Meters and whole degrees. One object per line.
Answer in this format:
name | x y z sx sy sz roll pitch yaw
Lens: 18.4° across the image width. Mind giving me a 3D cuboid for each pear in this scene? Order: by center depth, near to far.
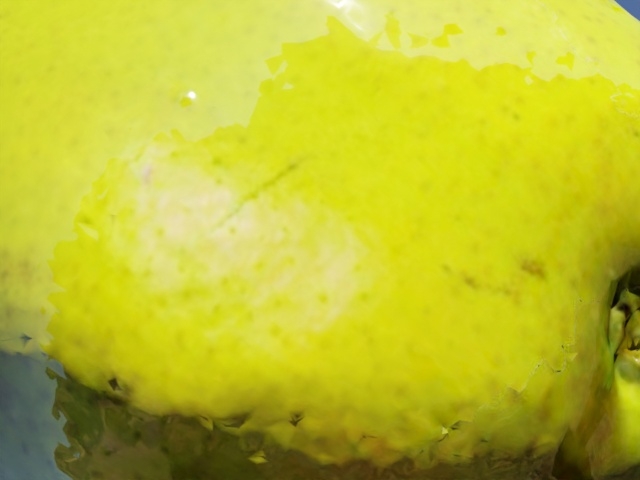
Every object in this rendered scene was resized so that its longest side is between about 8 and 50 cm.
pear | 0.000 0.000 0.458 0.187 0.219 0.187 -43 -33 -37
